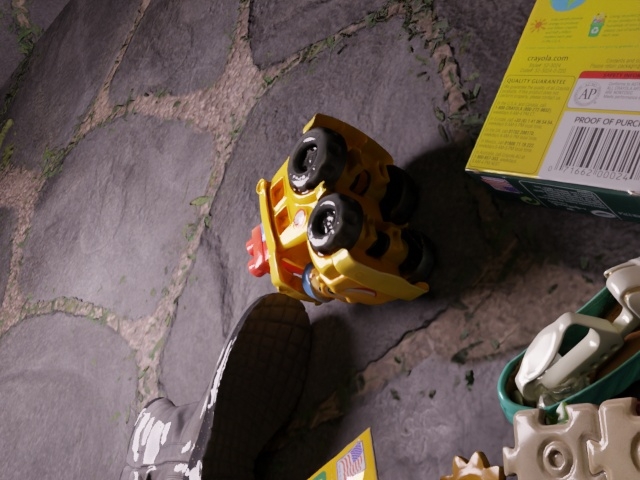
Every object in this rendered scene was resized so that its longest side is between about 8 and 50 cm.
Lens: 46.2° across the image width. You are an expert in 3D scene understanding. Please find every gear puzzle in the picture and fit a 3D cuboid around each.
[{"bbox_3d":[0.214,0.202,0.542,0.339,0.044,0.175,-23,61,49],"label":"gear puzzle"}]

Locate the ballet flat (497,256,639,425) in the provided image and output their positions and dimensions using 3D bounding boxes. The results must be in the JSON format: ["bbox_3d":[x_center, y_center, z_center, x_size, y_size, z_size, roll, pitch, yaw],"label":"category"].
[{"bbox_3d":[0.243,0.072,0.614,0.247,0.087,0.083,-46,38,15],"label":"ballet flat"}]

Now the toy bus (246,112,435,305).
[{"bbox_3d":[0.000,0.000,0.870,0.211,0.149,0.220,-38,46,29],"label":"toy bus"}]

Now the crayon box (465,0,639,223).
[{"bbox_3d":[0.294,-0.180,0.721,0.202,0.081,0.318,17,80,49],"label":"crayon box"}]

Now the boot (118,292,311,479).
[{"bbox_3d":[-0.151,0.215,0.926,0.223,0.118,0.338,0,62,52],"label":"boot"}]

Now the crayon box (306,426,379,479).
[{"bbox_3d":[-0.030,0.350,0.685,0.323,0.083,0.203,-45,20,19],"label":"crayon box"}]
